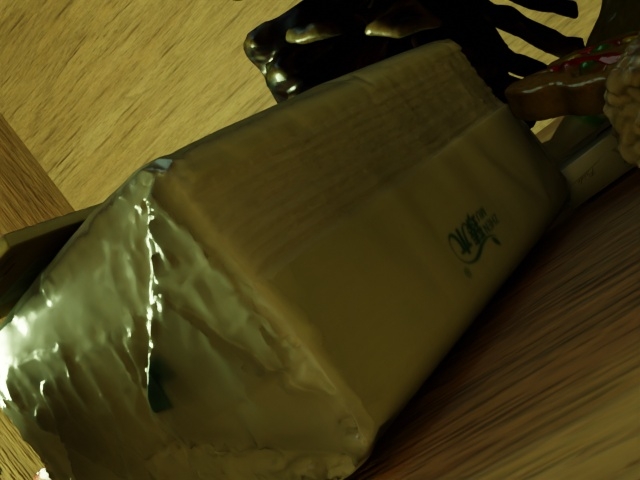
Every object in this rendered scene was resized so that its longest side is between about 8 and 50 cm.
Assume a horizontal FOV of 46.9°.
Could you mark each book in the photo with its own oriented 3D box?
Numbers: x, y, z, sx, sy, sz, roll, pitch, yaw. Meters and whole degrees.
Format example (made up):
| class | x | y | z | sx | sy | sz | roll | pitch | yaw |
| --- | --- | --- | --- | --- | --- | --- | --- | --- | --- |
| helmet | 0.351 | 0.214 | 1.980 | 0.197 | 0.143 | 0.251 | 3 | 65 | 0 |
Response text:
| class | x | y | z | sx | sy | sz | roll | pitch | yaw |
| --- | --- | --- | --- | --- | --- | --- | --- | --- | --- |
| book | -0.184 | 0.016 | 0.491 | 0.118 | 0.012 | 0.172 | -40 | 0 | 20 |

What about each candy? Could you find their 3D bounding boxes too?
| class | x | y | z | sx | sy | sz | roll | pitch | yaw |
| --- | --- | --- | --- | --- | --- | --- | --- | --- | --- |
| candy | 0.216 | -0.086 | 0.414 | 0.110 | 0.095 | 0.085 | -49 | -36 | -37 |

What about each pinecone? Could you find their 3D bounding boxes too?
| class | x | y | z | sx | sy | sz | roll | pitch | yaw |
| --- | --- | --- | --- | --- | --- | --- | --- | --- | --- |
| pinecone | 0.109 | -0.261 | 0.790 | 0.398 | 0.398 | 0.398 | -38 | -2 | -1 |

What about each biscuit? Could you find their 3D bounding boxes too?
| class | x | y | z | sx | sy | sz | roll | pitch | yaw |
| --- | --- | --- | --- | --- | --- | --- | --- | --- | --- |
| biscuit | 0.265 | -0.145 | 0.578 | 0.212 | 0.041 | 0.238 | -6 | 22 | 32 |

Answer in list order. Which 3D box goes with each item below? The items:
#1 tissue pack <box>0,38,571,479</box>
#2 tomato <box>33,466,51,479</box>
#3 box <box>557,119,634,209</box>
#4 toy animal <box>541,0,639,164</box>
| class | x | y | z | sx | sy | sz | roll | pitch | yaw |
| --- | --- | --- | --- | --- | --- | --- | --- | --- | --- |
| tissue pack | -0.017 | 0.026 | 0.567 | 0.297 | 0.207 | 0.380 | -36 | 0 | 41 |
| tomato | -0.295 | 0.331 | 1.098 | 0.228 | 0.101 | 0.228 | -31 | -7 | -4 |
| box | 0.262 | -0.080 | 0.686 | 0.084 | 0.040 | 0.154 | -37 | -2 | 26 |
| toy animal | 0.379 | -0.231 | 0.809 | 0.181 | 0.180 | 0.363 | -5 | -70 | -50 |
